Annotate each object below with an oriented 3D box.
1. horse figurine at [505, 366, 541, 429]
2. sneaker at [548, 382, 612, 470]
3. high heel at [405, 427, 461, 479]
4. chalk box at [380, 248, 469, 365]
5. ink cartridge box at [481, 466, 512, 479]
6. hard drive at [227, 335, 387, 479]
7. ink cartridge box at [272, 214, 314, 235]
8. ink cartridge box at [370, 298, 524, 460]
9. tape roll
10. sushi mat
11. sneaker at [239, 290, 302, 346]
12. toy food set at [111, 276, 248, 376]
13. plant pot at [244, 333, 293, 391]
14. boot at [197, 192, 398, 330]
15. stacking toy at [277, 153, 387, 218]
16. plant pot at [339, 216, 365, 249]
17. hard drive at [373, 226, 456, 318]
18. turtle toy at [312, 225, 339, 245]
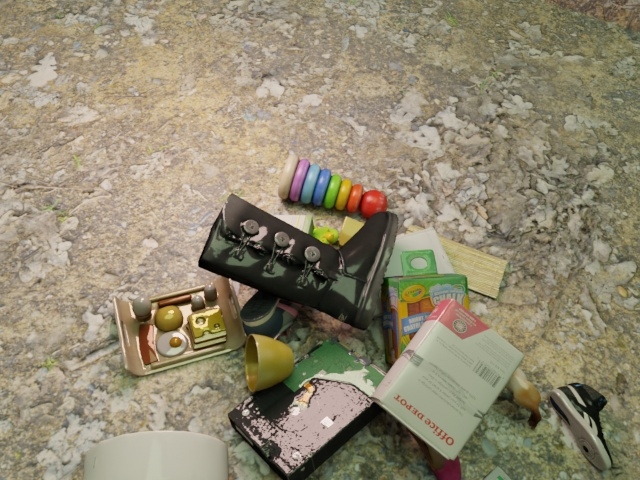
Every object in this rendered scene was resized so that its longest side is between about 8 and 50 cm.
[{"bbox_3d":[0.472,0.343,1.505,0.066,0.174,0.263,-36,79,5],"label":"horse figurine"},{"bbox_3d":[0.679,0.446,1.515,0.121,0.079,0.216,-17,56,-17],"label":"sneaker"},{"bbox_3d":[0.239,0.469,1.405,0.117,0.082,0.244,-2,69,-39],"label":"high heel"},{"bbox_3d":[0.257,0.167,1.529,0.180,0.179,0.288,-4,88,-10],"label":"chalk box"},{"bbox_3d":[0.383,0.643,1.350,0.225,0.056,0.181,-31,63,-28],"label":"ink cartridge box"},{"bbox_3d":[-0.014,0.387,1.437,0.339,0.064,0.237,-35,44,-27],"label":"hard drive"},{"bbox_3d":[-0.146,0.007,1.706,0.235,0.056,0.171,1,49,14],"label":"ink cartridge box"},{"bbox_3d":[0.276,0.303,1.358,0.207,0.117,0.283,39,78,1],"label":"ink cartridge box"},{"bbox_3d":[-0.329,0.479,1.235,0.286,0.286,0.100,-1,55,-8],"label":"tape roll"},{"bbox_3d":[0.384,0.058,1.803,0.317,0.019,0.151,21,55,8],"label":"sushi mat"},{"bbox_3d":[-0.098,0.173,1.618,0.112,0.131,0.319,2,26,33],"label":"sneaker"},{"bbox_3d":[-0.357,0.198,1.558,0.306,0.092,0.219,-13,56,-16],"label":"toy food set"},{"bbox_3d":[-0.118,0.287,1.451,0.095,0.134,0.134,1,53,-21],"label":"plant pot"},{"bbox_3d":[-0.045,-0.004,1.570,0.445,0.146,0.367,21,52,-2],"label":"boot"},{"bbox_3d":[0.045,-0.151,1.852,0.331,0.141,0.141,17,53,0],"label":"stacking toy"},{"bbox_3d":[0.092,-0.006,1.777,0.081,0.081,0.083,22,69,9],"label":"plant pot"},{"bbox_3d":[0.217,0.092,1.718,0.308,0.040,0.203,-15,67,-16],"label":"hard drive"},{"bbox_3d":[0.000,0.000,1.765,0.130,0.066,0.095,-34,39,-28],"label":"turtle toy"}]
